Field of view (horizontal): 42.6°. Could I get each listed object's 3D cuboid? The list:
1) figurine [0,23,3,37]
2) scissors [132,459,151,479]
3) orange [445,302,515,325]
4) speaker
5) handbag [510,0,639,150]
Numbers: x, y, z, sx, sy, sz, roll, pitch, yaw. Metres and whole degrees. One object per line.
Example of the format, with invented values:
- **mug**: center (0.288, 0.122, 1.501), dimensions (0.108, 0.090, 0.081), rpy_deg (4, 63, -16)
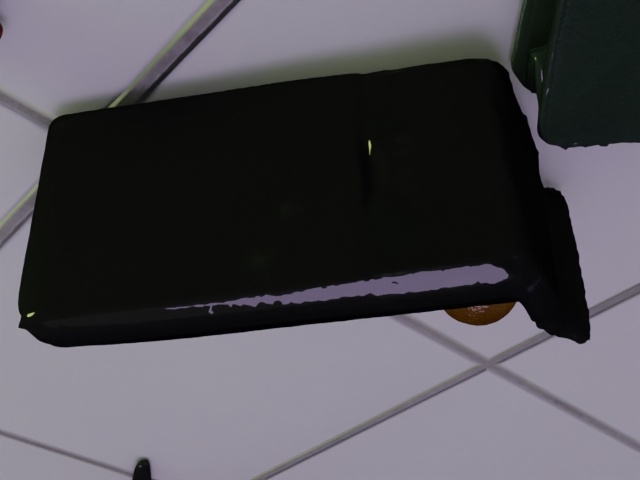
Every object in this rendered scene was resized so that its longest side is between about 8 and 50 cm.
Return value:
- **figurine**: center (-0.249, -0.140, 0.515), dimensions (0.083, 0.066, 0.071), rpy_deg (-16, 161, -6)
- **scissors**: center (-0.251, 0.359, 1.147), dimensions (0.088, 0.017, 0.220), rpy_deg (5, 139, -9)
- **orange**: center (0.140, 0.035, 0.730), dimensions (0.085, 0.085, 0.085), rpy_deg (-1, 140, -1)
- **speaker**: center (0.000, 0.000, 0.609), dimensions (0.389, 0.180, 0.184), rpy_deg (-6, 152, 10)
- **handbag**: center (0.255, -0.170, 0.483), dimensions (0.248, 0.079, 0.260), rpy_deg (-2, 139, 1)
